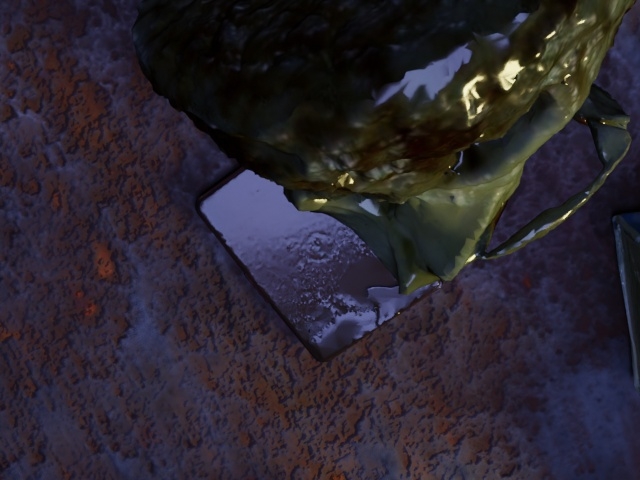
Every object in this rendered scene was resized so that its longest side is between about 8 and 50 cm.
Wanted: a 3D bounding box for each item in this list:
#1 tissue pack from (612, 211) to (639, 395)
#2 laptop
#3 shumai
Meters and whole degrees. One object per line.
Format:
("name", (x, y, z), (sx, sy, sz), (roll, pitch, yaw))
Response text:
("tissue pack", (0.423, 0.057, 1.198), (0.263, 0.146, 0.198), (-11, 108, 1))
("laptop", (0.000, 0.000, 1.217), (0.154, 0.026, 0.207), (-35, 107, 11))
("shumai", (0.070, -0.115, 1.034), (0.395, 0.395, 0.348), (-21, 130, 4))
